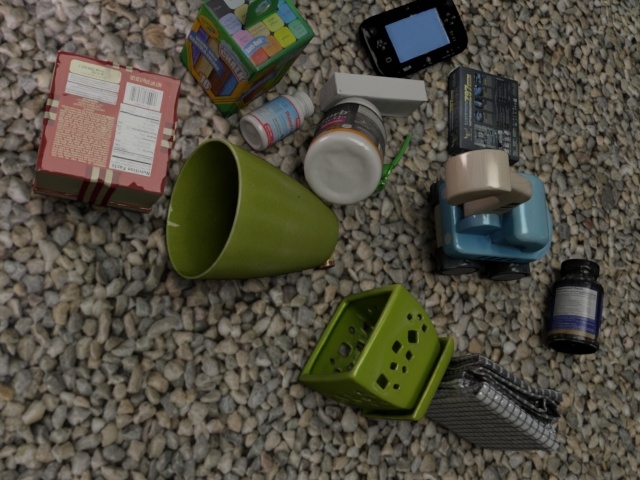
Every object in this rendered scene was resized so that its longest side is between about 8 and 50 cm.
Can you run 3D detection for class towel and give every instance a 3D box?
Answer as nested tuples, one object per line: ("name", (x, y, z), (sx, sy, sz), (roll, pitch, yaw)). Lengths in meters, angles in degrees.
("towel", (0.342, 0.336, 1.542), (0.235, 0.283, 0.121), (34, 64, -13))

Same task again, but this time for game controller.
("game controller", (0.241, -0.518, 1.857), (0.319, 0.067, 0.166), (-28, 88, -27))

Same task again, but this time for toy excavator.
("toy excavator", (0.381, -0.074, 1.581), (0.433, 0.445, 0.222), (5, 73, -23))

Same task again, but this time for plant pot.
("plant pot", (-0.116, -0.037, 1.478), (0.293, 0.275, 0.275), (13, 70, -38))
("plant pot", (0.127, 0.248, 1.511), (0.207, 0.228, 0.227), (39, 64, -18))

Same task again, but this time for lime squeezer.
("lime squeezer", (0.118, -0.162, 1.722), (0.310, 0.059, 0.110), (-23, 53, -27))

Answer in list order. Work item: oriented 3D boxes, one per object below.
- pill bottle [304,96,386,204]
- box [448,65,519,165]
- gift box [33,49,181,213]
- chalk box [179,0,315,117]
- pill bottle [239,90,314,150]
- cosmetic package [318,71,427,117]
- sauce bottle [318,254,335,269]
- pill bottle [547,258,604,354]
("pill bottle", (0.061, -0.203, 1.576), (0.162, 0.162, 0.278), (35, 28, -12))
("box", (0.422, -0.319, 1.885), (0.183, 0.059, 0.233), (9, 73, -22))
("gift box", (-0.392, -0.205, 1.379), (0.255, 0.258, 0.276), (15, 78, -19))
("chalk box", (-0.148, -0.424, 1.532), (0.180, 0.289, 0.179), (-40, 93, -27))
("pill bottle", (-0.094, -0.271, 1.627), (0.160, 0.087, 0.087), (-35, 92, -27))
("cosmetic package", (0.125, -0.346, 1.740), (0.239, 0.099, 0.060), (0, 76, -25))
("sauce bottle", (0.000, 0.000, 1.619), (0.042, 0.042, 0.128), (-7, 79, -25))
("pill bottle", (0.635, 0.163, 1.811), (0.123, 0.123, 0.219), (21, 68, -18))
